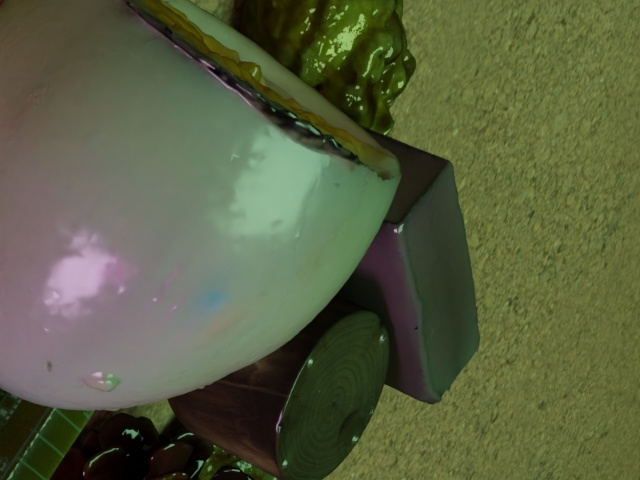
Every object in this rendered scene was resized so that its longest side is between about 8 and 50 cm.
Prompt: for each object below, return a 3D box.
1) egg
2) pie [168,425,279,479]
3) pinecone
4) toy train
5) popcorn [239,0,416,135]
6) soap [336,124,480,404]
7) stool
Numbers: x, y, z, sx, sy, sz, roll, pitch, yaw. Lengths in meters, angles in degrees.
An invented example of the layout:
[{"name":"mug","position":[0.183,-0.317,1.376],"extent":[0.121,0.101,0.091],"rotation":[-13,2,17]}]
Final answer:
[{"name":"egg","position":[-0.159,-0.020,1.598],"extent":[0.340,0.354,0.354],"rotation":[-54,152,8]},{"name":"pie","position":[-0.124,0.301,2.165],"extent":[0.277,0.078,0.277],"rotation":[-35,140,-35]},{"name":"pinecone","position":[-0.158,0.311,1.916],"extent":[0.264,0.264,0.264],"rotation":[-38,141,-40]},{"name":"toy train","position":[-0.292,0.181,1.720],"extent":[0.225,0.137,0.090],"rotation":[-58,150,-13]},{"name":"popcorn","position":[0.013,-0.199,1.933],"extent":[0.197,0.155,0.198],"rotation":[-20,115,-52]},{"name":"soap","position":[0.000,0.000,1.912],"extent":[0.107,0.296,0.285],"rotation":[-49,149,-28]},{"name":"stool","position":[-0.089,0.101,1.866],"extent":[0.179,0.264,0.179],"rotation":[-39,142,-39]}]
